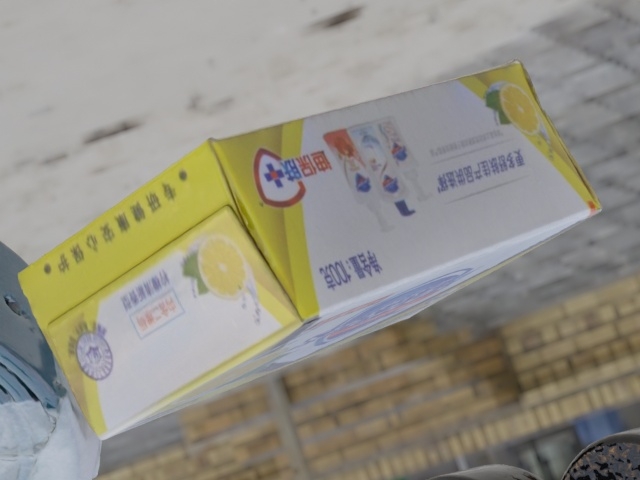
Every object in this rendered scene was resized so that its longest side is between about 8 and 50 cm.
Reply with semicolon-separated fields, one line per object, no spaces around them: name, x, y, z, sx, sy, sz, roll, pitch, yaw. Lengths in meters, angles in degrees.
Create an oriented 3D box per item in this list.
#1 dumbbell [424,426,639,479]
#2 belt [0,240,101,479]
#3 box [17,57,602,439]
dumbbell;0.158;0.201;1.210;0.218;0.152;0.152;-7;167;-42
belt;-0.379;0.110;1.518;0.437;0.173;0.300;19;122;-28
box;0.000;0.000;1.026;0.168;0.097;0.265;-31;172;39
